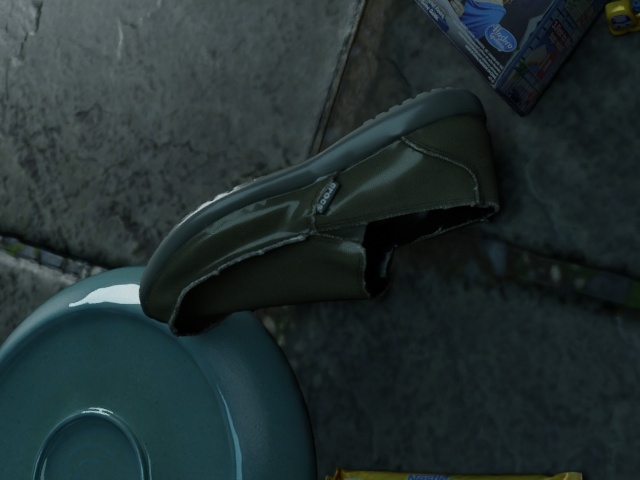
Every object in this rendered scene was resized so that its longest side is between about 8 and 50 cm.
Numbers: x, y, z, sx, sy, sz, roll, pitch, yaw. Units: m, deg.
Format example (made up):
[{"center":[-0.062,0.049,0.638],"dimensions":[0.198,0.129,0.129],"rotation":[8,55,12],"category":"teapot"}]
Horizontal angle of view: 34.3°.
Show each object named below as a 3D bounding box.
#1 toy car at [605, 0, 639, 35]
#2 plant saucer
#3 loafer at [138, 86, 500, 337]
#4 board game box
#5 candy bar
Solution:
[{"center":[0.213,-0.105,0.580],"dimensions":[0.122,0.040,0.060],"rotation":[9,83,30],"category":"toy car"},{"center":[-0.151,0.170,0.721],"dimensions":[0.318,0.044,0.317],"rotation":[-6,77,28],"category":"plant saucer"},{"center":[0.000,0.000,0.640],"dimensions":[0.251,0.094,0.087],"rotation":[-30,71,14],"category":"loafer"},{"center":[0.132,-0.213,0.639],"dimensions":[0.194,0.060,0.194],"rotation":[-42,62,14],"category":"board game box"},{"center":[0.075,0.155,0.612],"dimensions":[0.161,0.018,0.040],"rotation":[-5,77,28],"category":"candy bar"}]
